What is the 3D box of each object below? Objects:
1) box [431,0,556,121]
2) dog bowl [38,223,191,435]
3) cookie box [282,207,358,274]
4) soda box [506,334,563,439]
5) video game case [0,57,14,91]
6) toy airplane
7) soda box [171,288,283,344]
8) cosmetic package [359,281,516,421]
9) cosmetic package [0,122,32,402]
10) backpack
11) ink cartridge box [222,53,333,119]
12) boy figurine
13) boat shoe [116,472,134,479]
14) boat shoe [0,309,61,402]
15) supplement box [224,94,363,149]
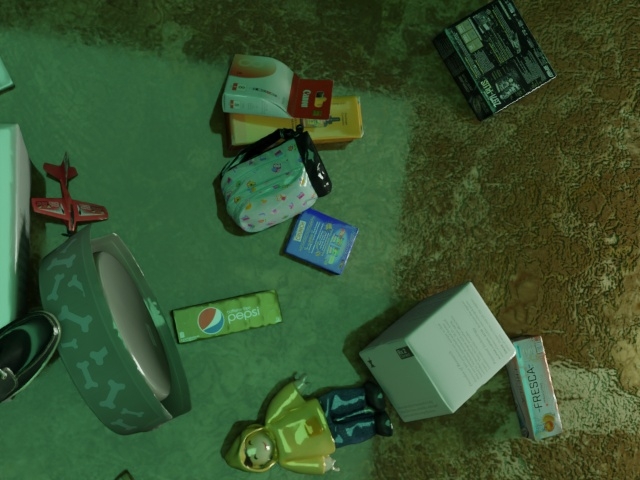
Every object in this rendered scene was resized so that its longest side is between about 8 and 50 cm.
[{"bbox_3d":[0.317,-0.334,1.903,0.147,0.077,0.180,-32,92,-12],"label":"box"},{"bbox_3d":[-0.320,0.143,1.617,0.102,0.349,0.348,-24,91,2],"label":"dog bowl"},{"bbox_3d":[0.000,0.000,1.834,0.107,0.040,0.091,23,82,-9],"label":"cookie box"},{"bbox_3d":[0.381,0.264,1.881,0.058,0.063,0.183,-12,88,-12],"label":"soda box"},{"bbox_3d":[-0.617,-0.292,1.740,0.157,0.019,0.143,-27,91,-12],"label":"video game case"},{"bbox_3d":[-0.425,-0.074,1.734,0.151,0.028,0.151,23,58,-42],"label":"toy airplane"},{"bbox_3d":[-0.160,0.130,1.783,0.181,0.058,0.061,-11,88,-13],"label":"soda box"},{"bbox_3d":[0.199,0.192,1.779,0.184,0.151,0.151,-36,94,-32],"label":"cosmetic package"},{"bbox_3d":[-0.612,0.038,1.560,0.329,0.327,0.393,1,85,-12],"label":"cosmetic package"},{"bbox_3d":[-0.080,-0.097,1.768,0.182,0.152,0.115,-23,54,2],"label":"backpack"},{"bbox_3d":[-0.070,-0.262,1.776,0.179,0.145,0.045,3,127,3],"label":"ink cartridge box"},{"bbox_3d":[-0.028,0.319,1.782,0.285,0.092,0.177,-13,91,-15],"label":"boy figurine"},{"bbox_3d":[-0.288,0.442,1.738,0.135,0.050,0.045,40,85,-6],"label":"boat shoe"},{"bbox_3d":[-0.441,0.182,1.382,0.233,0.079,0.084,-40,93,-13],"label":"boat shoe"},{"bbox_3d":[-0.047,-0.205,1.822,0.233,0.080,0.078,-5,87,-10],"label":"supplement box"}]
